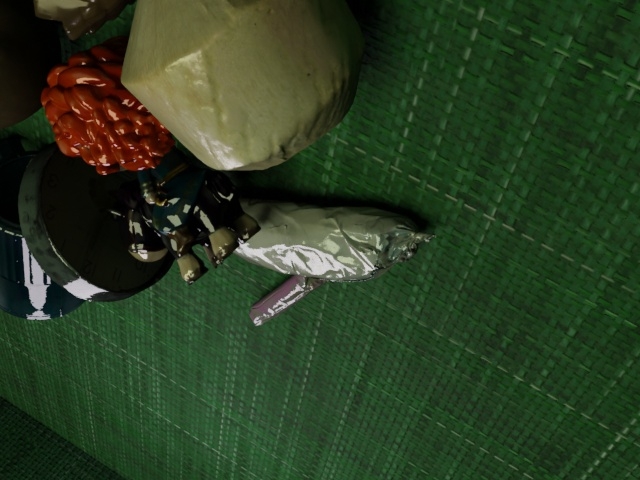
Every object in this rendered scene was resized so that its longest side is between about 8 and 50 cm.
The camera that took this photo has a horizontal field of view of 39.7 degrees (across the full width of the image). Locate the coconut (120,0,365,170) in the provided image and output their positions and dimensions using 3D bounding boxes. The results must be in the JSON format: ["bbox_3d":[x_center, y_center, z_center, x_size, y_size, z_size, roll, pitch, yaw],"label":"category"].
[{"bbox_3d":[-0.110,-0.255,1.122,0.329,0.329,0.328,23,141,20],"label":"coconut"}]

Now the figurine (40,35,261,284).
[{"bbox_3d":[-0.268,-0.122,1.431,0.306,0.241,0.411,10,128,48],"label":"figurine"}]

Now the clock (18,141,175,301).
[{"bbox_3d":[-0.381,-0.047,1.569,0.061,0.312,0.312,-19,116,40],"label":"clock"}]

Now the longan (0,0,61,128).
[{"bbox_3d":[-0.557,-0.309,1.482,0.258,0.258,0.258,23,141,20],"label":"longan"}]

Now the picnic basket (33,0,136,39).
[{"bbox_3d":[-0.362,-0.423,1.187,0.321,0.254,0.291,-23,113,39],"label":"picnic basket"}]

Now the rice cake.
[{"bbox_3d":[-0.064,0.102,1.666,0.049,0.055,0.270,47,145,-4],"label":"rice cake"}]

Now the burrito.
[{"bbox_3d":[0.000,0.000,1.462,0.446,0.101,0.139,6,128,36],"label":"burrito"}]

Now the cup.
[{"bbox_3d":[-0.586,-0.037,1.854,0.242,0.307,0.292,6,143,-11],"label":"cup"}]
